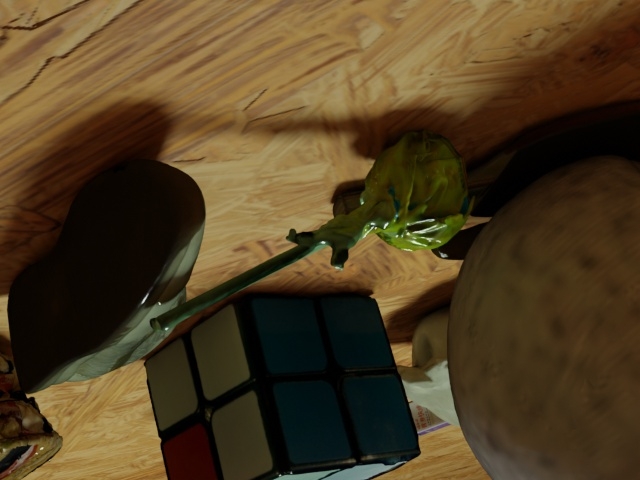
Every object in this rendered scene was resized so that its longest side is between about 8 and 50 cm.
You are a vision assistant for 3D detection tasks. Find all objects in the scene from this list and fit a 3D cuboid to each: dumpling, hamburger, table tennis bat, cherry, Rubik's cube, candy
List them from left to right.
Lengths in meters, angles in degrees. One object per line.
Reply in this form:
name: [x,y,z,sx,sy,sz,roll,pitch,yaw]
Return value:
hamburger: [-0.329,0.177,0.938,0.231,0.107,0.231,-31,168,-7]
Rubik's cube: [-0.039,0.159,1.096,0.183,0.167,0.180,5,152,-43]
candy: [0.002,0.001,0.740,0.262,0.077,0.073,-27,173,-35]
dumpling: [0.157,0.134,1.249,0.162,0.132,0.250,-23,177,-8]
table tennis bat: [0.154,-0.049,0.899,0.301,0.022,0.173,-13,161,-14]
cherry: [0.245,0.100,0.868,0.291,0.326,0.335,-19,-160,7]

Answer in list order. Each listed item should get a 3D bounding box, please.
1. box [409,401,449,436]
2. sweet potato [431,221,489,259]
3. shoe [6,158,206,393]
box: [0.177,0.249,1.692,0.117,0.051,0.036,-26,157,20]
sweet potato: [0.195,-0.001,1.007,0.249,0.059,0.069,-8,157,-25]
shoe: [-0.132,0.029,0.774,0.098,0.103,0.275,-5,164,-33]
